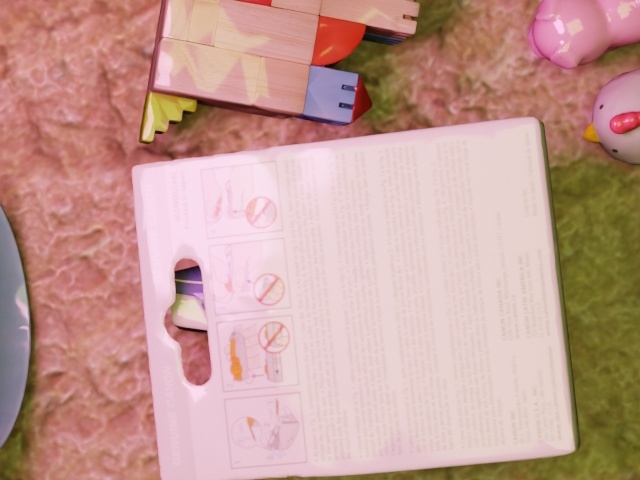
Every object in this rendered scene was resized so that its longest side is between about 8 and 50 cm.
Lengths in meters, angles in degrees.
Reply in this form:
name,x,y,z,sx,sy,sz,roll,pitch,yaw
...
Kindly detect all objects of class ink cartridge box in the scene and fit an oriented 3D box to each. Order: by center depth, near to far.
name,x,y,z,sx,sy,sz,roll,pitch,yaw
ink cartridge box,0.033,0.060,1.459,0.384,0.091,0.308,-6,88,8

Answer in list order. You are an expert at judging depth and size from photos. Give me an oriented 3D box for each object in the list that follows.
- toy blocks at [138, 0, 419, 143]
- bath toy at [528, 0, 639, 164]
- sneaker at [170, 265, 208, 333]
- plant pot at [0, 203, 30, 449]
name,x,y,z,sx,sy,sz,roll,pitch,yaw
toy blocks,-0.016,-0.263,1.530,0.260,0.191,0.382,10,88,-11
bath toy,0.259,-0.233,1.539,0.151,0.129,0.348,-23,88,34
sneaker,0.001,0.000,1.545,0.315,0.127,0.182,-4,85,-7
plant pot,-0.441,0.077,1.463,0.235,0.293,0.293,-8,89,15
